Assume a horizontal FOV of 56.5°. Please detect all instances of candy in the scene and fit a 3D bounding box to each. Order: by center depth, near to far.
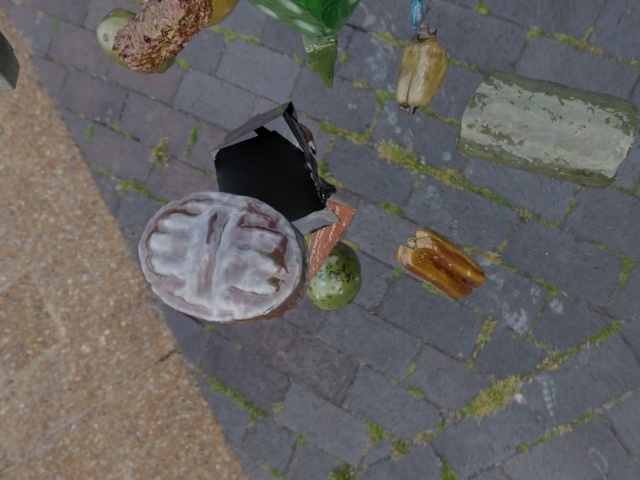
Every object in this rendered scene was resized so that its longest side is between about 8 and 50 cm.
[{"bbox_3d":[-0.156,0.032,1.010,0.289,0.157,0.215,12,83,16],"label":"candy"}]

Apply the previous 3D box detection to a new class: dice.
[{"bbox_3d":[-0.045,-0.717,1.515,0.297,0.300,0.287,27,94,16],"label":"dice"}]

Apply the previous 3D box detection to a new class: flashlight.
[{"bbox_3d":[0.293,-0.709,1.812,0.051,0.051,0.129,14,129,21],"label":"flashlight"}]

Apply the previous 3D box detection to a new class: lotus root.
[{"bbox_3d":[0.295,-0.502,1.777,0.154,0.140,0.257,23,97,46],"label":"lotus root"}]

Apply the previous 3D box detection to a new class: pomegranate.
[{"bbox_3d":[0.000,0.103,1.776,0.247,0.214,0.214,-4,87,12],"label":"pomegranate"}]

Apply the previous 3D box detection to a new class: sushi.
[{"bbox_3d":[-0.095,-0.131,1.192,0.215,0.212,0.227,-24,113,17],"label":"sushi"}]

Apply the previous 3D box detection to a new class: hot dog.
[{"bbox_3d":[0.178,0.037,0.855,0.071,0.165,0.045,-46,40,17],"label":"hot dog"}]

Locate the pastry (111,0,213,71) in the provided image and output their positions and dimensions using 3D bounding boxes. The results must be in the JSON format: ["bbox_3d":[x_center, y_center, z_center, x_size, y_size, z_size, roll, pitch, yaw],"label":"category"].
[{"bbox_3d":[-0.220,-0.292,0.812,0.169,0.063,0.087,-32,89,30],"label":"pastry"}]

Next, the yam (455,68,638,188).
[{"bbox_3d":[0.383,-0.193,1.027,0.267,0.161,0.161,17,95,15],"label":"yam"}]

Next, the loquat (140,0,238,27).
[{"bbox_3d":[-0.365,-0.716,1.626,0.328,0.328,0.360,35,135,18],"label":"loquat"}]

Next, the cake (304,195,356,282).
[{"bbox_3d":[-0.016,-0.010,1.435,0.225,0.090,0.109,-58,28,2],"label":"cake"}]

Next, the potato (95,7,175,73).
[{"bbox_3d":[-0.474,-0.513,1.545,0.200,0.137,0.155,32,58,-1],"label":"potato"}]

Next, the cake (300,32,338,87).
[{"bbox_3d":[-0.010,-0.554,1.809,0.099,0.235,0.100,-13,70,-7],"label":"cake"}]

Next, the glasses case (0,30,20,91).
[{"bbox_3d":[-0.414,-0.178,0.589,0.204,0.071,0.047,-4,66,4],"label":"glasses case"}]
